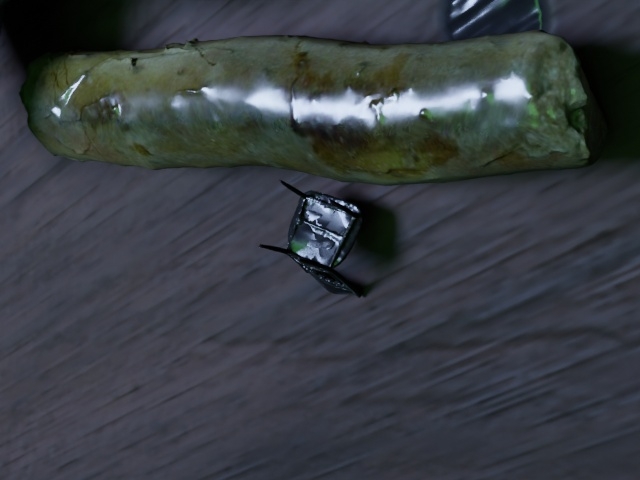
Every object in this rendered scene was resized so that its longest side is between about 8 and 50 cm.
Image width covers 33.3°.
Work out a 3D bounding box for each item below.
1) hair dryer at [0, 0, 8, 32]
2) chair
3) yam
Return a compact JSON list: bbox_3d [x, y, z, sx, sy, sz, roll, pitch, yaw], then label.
[{"bbox_3d":[-0.107,-0.194,0.511,0.361,0.121,0.301,1,92,18],"label":"hair dryer"},{"bbox_3d":[0.001,-0.001,0.539,0.037,0.086,0.042,23,83,22],"label":"chair"},{"bbox_3d":[-0.020,-0.064,0.520,0.317,0.071,0.067,4,75,32],"label":"yam"}]
